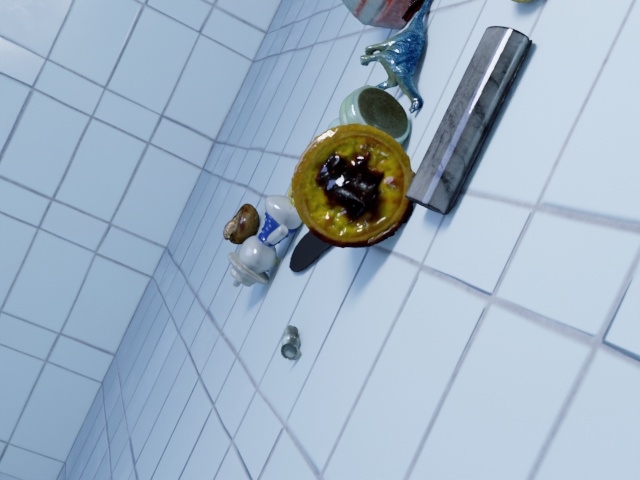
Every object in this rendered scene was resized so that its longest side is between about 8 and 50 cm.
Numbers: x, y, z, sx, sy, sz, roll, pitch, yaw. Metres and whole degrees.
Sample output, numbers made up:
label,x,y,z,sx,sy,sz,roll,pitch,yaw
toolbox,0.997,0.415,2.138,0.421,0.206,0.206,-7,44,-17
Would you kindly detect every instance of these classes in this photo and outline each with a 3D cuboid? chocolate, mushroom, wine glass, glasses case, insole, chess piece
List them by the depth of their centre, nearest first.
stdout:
label,x,y,z,sx,sy,sz,roll,pitch,yaw
glasses case,0.228,-0.188,1.414,0.299,0.060,0.114,-64,20,3
wine glass,-0.056,0.198,1.764,0.083,0.042,0.039,-91,16,-69
chess piece,0.049,-0.176,1.778,0.271,0.139,0.139,-43,28,49
insole,0.000,0.000,1.908,0.309,0.012,0.110,-37,31,56
chocolate,0.231,-0.545,1.923,0.182,0.028,0.086,-53,-7,15
mushroom,-0.217,-0.047,2.486,0.127,0.087,0.127,-51,26,37

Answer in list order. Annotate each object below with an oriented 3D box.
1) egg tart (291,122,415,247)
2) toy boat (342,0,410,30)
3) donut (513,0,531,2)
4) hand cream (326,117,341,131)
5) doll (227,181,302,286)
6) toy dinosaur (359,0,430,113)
label,x,y,z,sx,sy,sz,roll,pitch,yaw
egg tart,0.059,-0.099,1.582,0.215,0.215,0.171,-62,2,8
toy boat,0.093,-0.590,1.994,0.206,0.282,0.096,-50,21,38
donut,0.339,-0.462,1.450,0.146,0.078,0.181,170,117,-71
hand cream,0.070,-0.173,1.884,0.109,0.067,0.321,-57,23,20
doll,-0.121,-0.006,2.123,0.293,0.119,0.138,-55,25,12
toy dinosaur,0.164,-0.378,1.838,0.147,0.076,0.363,-8,48,29
